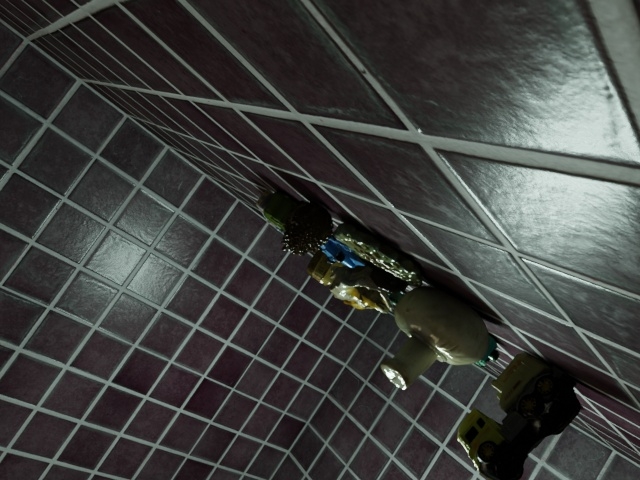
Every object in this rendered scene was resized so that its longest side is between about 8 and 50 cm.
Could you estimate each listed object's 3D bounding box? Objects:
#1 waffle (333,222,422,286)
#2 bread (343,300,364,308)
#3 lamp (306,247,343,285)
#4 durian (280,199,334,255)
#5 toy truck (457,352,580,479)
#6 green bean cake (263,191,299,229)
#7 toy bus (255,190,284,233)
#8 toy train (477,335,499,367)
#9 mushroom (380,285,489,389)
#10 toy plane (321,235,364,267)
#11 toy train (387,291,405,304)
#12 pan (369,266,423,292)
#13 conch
[{"bbox_3d":[0.182,0.044,1.571,0.309,0.056,0.292,31,174,27],"label":"waffle"},{"bbox_3d":[0.212,0.280,2.807,0.149,0.195,0.344,55,173,-5],"label":"bread"},{"bbox_3d":[0.032,0.116,2.463,0.161,0.185,0.161,35,177,2],"label":"lamp"},{"bbox_3d":[-0.054,-0.034,1.621,0.167,0.196,0.196,46,174,-2],"label":"durian"},{"bbox_3d":[0.628,0.562,1.642,0.180,0.405,0.254,37,-176,-26],"label":"toy truck"},{"bbox_3d":[-0.112,-0.086,1.922,0.214,0.113,0.200,34,174,-3],"label":"green bean cake"},{"bbox_3d":[-0.197,-0.119,2.238,0.138,0.097,0.342,36,174,5],"label":"toy bus"},{"bbox_3d":[0.575,0.383,1.933,0.203,0.112,0.163,29,166,44],"label":"toy train"},{"bbox_3d":[0.352,0.273,1.594,0.355,0.316,0.315,-3,-163,-31],"label":"mushroom"},{"bbox_3d":[0.051,0.031,2.071,0.271,0.105,0.254,32,162,-15],"label":"toy plane"},{"bbox_3d":[0.388,0.284,2.342,0.200,0.083,0.132,38,-179,-4],"label":"toy train"},{"bbox_3d":[0.272,0.122,1.765,0.201,0.048,0.128,-2,-140,-32],"label":"pan"},{"bbox_3d":[0.191,0.195,2.233,0.323,0.187,0.263,21,172,-11],"label":"conch"}]
